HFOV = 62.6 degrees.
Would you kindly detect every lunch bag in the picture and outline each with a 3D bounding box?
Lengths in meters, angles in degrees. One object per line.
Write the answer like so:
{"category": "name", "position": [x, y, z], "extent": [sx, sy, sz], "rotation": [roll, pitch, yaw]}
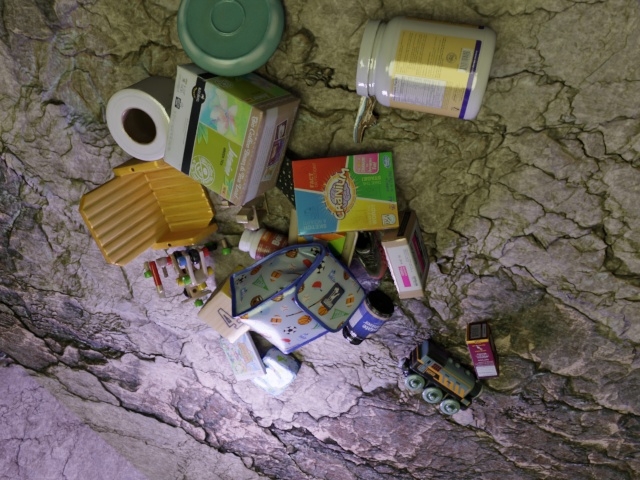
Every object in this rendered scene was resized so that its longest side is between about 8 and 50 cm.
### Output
{"category": "lunch bag", "position": [-0.203, 0.576, 2.324], "extent": [0.176, 0.090, 0.219], "rotation": [33, 126, -4]}
{"category": "lunch bag", "position": [-0.069, 0.193, 1.844], "extent": [0.386, 0.238, 0.328], "rotation": [-29, 135, 14]}

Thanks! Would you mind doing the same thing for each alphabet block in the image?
{"category": "alphabet block", "position": [-0.338, 0.255, 2.107], "extent": [0.193, 0.192, 0.197], "rotation": [40, 124, -11]}

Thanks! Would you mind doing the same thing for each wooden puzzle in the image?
{"category": "wooden puzzle", "position": [0.000, 0.000, 1.789], "extent": [0.239, 0.044, 0.221], "rotation": [20, 144, 7]}

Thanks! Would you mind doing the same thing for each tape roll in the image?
{"category": "tape roll", "position": [-0.566, -0.412, 1.773], "extent": [0.246, 0.169, 0.246], "rotation": [9, 124, 14]}

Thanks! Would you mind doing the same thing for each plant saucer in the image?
{"category": "plant saucer", "position": [-0.263, -0.635, 1.511], "extent": [0.318, 0.044, 0.317], "rotation": [0, 90, 3]}

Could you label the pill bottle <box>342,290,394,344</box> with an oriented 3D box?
{"category": "pill bottle", "position": [0.175, 0.301, 2.009], "extent": [0.123, 0.122, 0.219], "rotation": [32, 125, -3]}

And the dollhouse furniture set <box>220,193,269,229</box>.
{"category": "dollhouse furniture set", "position": [-0.293, -0.088, 1.879], "extent": [0.161, 0.182, 0.101], "rotation": [1, 121, 17]}

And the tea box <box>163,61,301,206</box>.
{"category": "tea box", "position": [-0.282, -0.344, 1.650], "extent": [0.324, 0.220, 0.328], "rotation": [30, 125, 15]}

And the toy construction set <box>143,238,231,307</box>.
{"category": "toy construction set", "position": [-0.512, 0.157, 2.008], "extent": [0.258, 0.309, 0.237], "rotation": [-11, 97, 33]}

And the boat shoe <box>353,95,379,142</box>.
{"category": "boat shoe", "position": [0.145, -0.381, 1.624], "extent": [0.066, 0.066, 0.183], "rotation": [15, 124, 7]}

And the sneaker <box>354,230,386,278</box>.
{"category": "sneaker", "position": [0.163, 0.034, 1.839], "extent": [0.098, 0.135, 0.276], "rotation": [-7, 120, 20]}

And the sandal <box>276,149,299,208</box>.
{"category": "sandal", "position": [-0.059, -0.202, 1.796], "extent": [0.446, 0.107, 0.167], "rotation": [44, 126, 3]}

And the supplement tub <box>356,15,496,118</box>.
{"category": "supplement tub", "position": [0.281, -0.468, 1.419], "extent": [0.332, 0.241, 0.240], "rotation": [12, 124, 11]}

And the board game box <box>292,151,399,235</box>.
{"category": "board game box", "position": [0.078, -0.144, 1.670], "extent": [0.317, 0.064, 0.242], "rotation": [-6, 85, 1]}

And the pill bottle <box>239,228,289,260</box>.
{"category": "pill bottle", "position": [-0.185, 0.027, 1.954], "extent": [0.216, 0.121, 0.121], "rotation": [20, 125, 5]}

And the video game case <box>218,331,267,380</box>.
{"category": "video game case", "position": [-0.342, 0.505, 2.306], "extent": [0.193, 0.023, 0.212], "rotation": [-22, 92, 39]}

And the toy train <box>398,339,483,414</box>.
{"category": "toy train", "position": [0.472, 0.537, 2.060], "extent": [0.334, 0.142, 0.190], "rotation": [35, 115, -6]}

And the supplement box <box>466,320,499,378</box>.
{"category": "supplement box", "position": [0.601, 0.406, 1.947], "extent": [0.081, 0.104, 0.188], "rotation": [-12, 117, 24]}

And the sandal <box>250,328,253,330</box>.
{"category": "sandal", "position": [-0.320, 0.355, 2.240], "extent": [0.180, 0.072, 0.049], "rotation": [-8, 102, 21]}

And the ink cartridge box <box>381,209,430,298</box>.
{"category": "ink cartridge box", "position": [0.291, 0.046, 1.767], "extent": [0.088, 0.193, 0.234], "rotation": [-9, 118, 23]}

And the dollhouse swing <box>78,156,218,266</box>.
{"category": "dollhouse swing", "position": [-0.612, -0.102, 1.902], "extent": [0.315, 0.305, 0.346], "rotation": [-7, 118, 22]}
